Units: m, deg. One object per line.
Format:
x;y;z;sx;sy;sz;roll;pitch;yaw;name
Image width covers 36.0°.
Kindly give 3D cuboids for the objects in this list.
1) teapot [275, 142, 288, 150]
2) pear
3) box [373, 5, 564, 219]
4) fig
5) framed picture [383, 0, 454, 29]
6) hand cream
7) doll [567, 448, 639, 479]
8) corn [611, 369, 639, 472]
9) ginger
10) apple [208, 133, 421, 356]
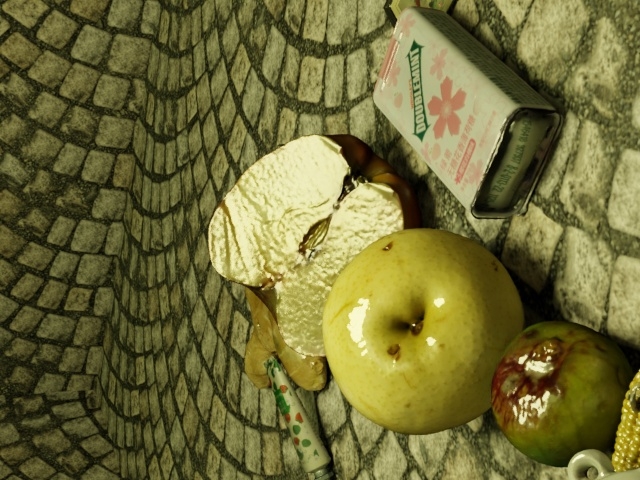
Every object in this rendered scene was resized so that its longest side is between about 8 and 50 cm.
-0.009;-0.083;1.954;0.203;0.171;0.225;-56;-36;-79;teapot
0.151;0.132;1.442;0.309;0.309;0.309;180;90;-64;pear
0.218;-0.203;1.523;0.369;0.112;0.190;57;139;46;box
0.311;0.205;1.264;0.181;0.181;0.191;55;166;50;fig
0.178;-0.428;1.714;0.199;0.010;0.195;-63;36;43;framed picture
-0.051;0.370;2.045;0.276;0.059;0.095;64;158;11;hand cream
0.386;0.371;1.032;0.365;0.187;0.376;54;140;36;doll
0.392;0.286;1.165;0.106;0.106;0.293;-150;61;-61;corn
-0.101;0.159;2.169;0.363;0.122;0.348;163;97;-74;ginger
0.000;0.000;1.733;0.365;0.329;0.295;-55;28;18;apple
